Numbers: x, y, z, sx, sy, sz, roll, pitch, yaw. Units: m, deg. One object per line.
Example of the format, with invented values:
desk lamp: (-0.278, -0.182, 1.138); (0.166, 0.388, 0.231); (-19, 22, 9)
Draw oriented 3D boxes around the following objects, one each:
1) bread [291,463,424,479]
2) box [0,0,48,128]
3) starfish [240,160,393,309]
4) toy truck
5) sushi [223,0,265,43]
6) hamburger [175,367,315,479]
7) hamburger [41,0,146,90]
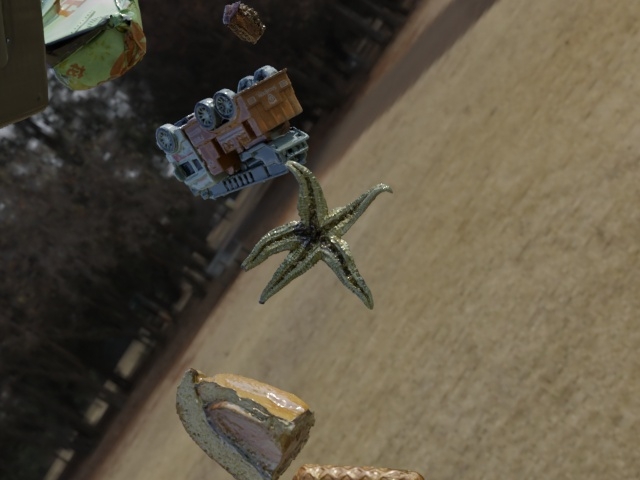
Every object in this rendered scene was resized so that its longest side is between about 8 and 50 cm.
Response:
bread: (0.042, 0.281, 1.235); (0.044, 0.157, 0.052); (-68, -24, -60)
box: (-0.438, -0.257, 1.266); (0.220, 0.166, 0.290); (-35, -51, -57)
starfish: (0.001, 0.000, 1.380); (0.223, 0.217, 0.050); (-36, -19, 15)
toy truck: (-0.165, -0.175, 1.988); (0.133, 0.184, 0.338); (-35, 9, -39)
sushi: (-0.135, -0.386, 1.924); (0.120, 0.052, 0.055); (31, -106, -59)
hamburger: (-0.124, 0.283, 1.695); (0.155, 0.208, 0.135); (-16, -52, -75)
hamburger: (-0.384, -0.324, 1.704); (0.235, 0.125, 0.214); (-34, 39, 6)
